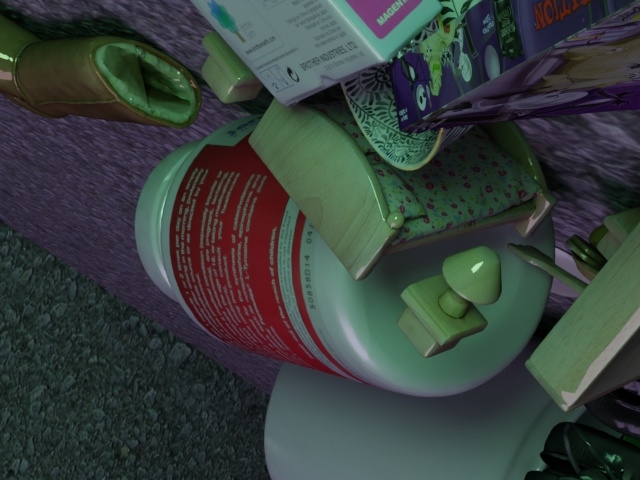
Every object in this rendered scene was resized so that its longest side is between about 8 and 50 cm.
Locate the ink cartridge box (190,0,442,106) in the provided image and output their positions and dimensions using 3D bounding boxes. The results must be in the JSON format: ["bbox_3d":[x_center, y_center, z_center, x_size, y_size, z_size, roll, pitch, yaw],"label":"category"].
[{"bbox_3d":[-0.076,-0.223,1.020,0.311,0.065,0.186,46,163,-12],"label":"ink cartridge box"}]

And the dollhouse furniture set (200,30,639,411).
[{"bbox_3d":[0.146,-0.080,1.220,0.303,0.174,0.355,-15,-122,-45],"label":"dollhouse furniture set"}]

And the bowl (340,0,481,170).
[{"bbox_3d":[0.073,-0.135,1.086,0.080,0.170,0.170,-15,-176,-21],"label":"bowl"}]

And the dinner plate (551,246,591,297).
[{"bbox_3d":[0.219,0.028,1.686,0.141,0.017,0.141,25,168,5],"label":"dinner plate"}]

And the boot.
[{"bbox_3d":[-0.277,-0.187,1.718,0.236,0.089,0.269,23,173,-34],"label":"boot"}]

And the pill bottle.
[{"bbox_3d":[0.000,0.000,1.531,0.229,0.229,0.407,34,166,-30],"label":"pill bottle"}]

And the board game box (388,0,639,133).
[{"bbox_3d":[0.181,-0.110,0.845,0.208,0.056,0.347,-11,177,-15],"label":"board game box"}]

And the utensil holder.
[{"bbox_3d":[0.173,0.243,1.989,0.385,0.328,0.327,22,167,40],"label":"utensil holder"}]

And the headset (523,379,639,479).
[{"bbox_3d":[0.280,0.169,1.419,0.185,0.243,0.394,23,-164,19],"label":"headset"}]

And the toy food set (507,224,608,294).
[{"bbox_3d":[0.260,0.020,1.377,0.192,0.038,0.132,6,-160,-37],"label":"toy food set"}]
